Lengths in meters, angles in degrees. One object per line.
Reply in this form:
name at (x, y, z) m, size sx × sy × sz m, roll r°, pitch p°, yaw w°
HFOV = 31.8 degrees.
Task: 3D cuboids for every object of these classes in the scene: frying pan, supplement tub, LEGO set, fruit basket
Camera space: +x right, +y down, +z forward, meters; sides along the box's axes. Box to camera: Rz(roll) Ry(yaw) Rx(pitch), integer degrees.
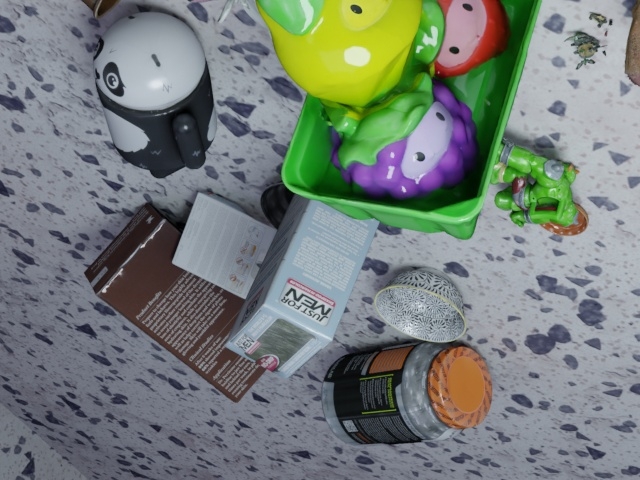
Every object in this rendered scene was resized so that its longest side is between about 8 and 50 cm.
frying pan at (0.019, -0.005, 1.969) m, size 0.197 × 0.053 × 0.326 m, roll 3°, pitch 144°, yaw 34°
supplement tub at (0.168, 0.300, 2.195) m, size 0.193 × 0.194 × 0.316 m, roll 42°, pitch 146°, yaw -27°
LEGO set at (0.339, -0.252, 1.412) m, size 0.054 × 0.023 × 0.083 m, roll 30°, pitch 135°, yaw -13°
fruit basket at (0.090, -0.214, 1.301) m, size 0.282 × 0.392 × 0.392 m, roll 11°, pitch 147°, yaw 20°

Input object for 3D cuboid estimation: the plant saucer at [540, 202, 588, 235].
plant saucer at (0.369, -0.037, 1.720) m, size 0.083 × 0.013 × 0.083 m, roll 17°, pitch 148°, yaw 11°

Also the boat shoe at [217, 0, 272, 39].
boat shoe at (-0.062, -0.323, 1.484) m, size 0.156 × 0.136 × 0.367 m, roll 6°, pitch 154°, yaw 32°

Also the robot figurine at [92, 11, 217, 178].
robot figurine at (-0.251, -0.216, 1.713) m, size 0.209 × 0.174 × 0.278 m, roll 14°, pitch 148°, yaw 11°

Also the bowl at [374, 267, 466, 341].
bowl at (0.187, 0.100, 1.988) m, size 0.170 × 0.080 × 0.170 m, roll 17°, pitch 149°, yaw 11°

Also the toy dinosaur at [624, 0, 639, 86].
toy dinosaur at (0.395, -0.205, 1.223) m, size 0.127 × 0.200 × 0.295 m, roll 12°, pitch -179°, yaw -15°

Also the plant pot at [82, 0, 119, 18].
plant pot at (-0.312, -0.411, 1.487) m, size 0.165 × 0.167 × 0.167 m, roll 38°, pitch 147°, yaw -7°

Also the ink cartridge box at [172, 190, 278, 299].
ink cartridge box at (-0.162, 0.010, 2.018) m, size 0.179 × 0.145 × 0.045 m, roll 25°, pitch -168°, yaw 13°

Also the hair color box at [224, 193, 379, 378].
hair color box at (0.000, 0.000, 1.676) m, size 0.113 × 0.375 × 0.185 m, roll 29°, pitch 149°, yaw -8°

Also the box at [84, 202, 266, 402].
box at (-0.249, 0.125, 2.180) m, size 0.381 × 0.191 × 0.143 m, roll 44°, pitch 177°, yaw -30°

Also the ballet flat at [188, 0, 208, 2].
ballet flat at (-0.155, -0.388, 1.470) m, size 0.077 × 0.079 × 0.221 m, roll 51°, pitch 158°, yaw 22°

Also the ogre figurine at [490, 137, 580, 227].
ogre figurine at (0.308, -0.074, 1.628) m, size 0.118 × 0.097 × 0.197 m, roll 16°, pitch 135°, yaw 33°
